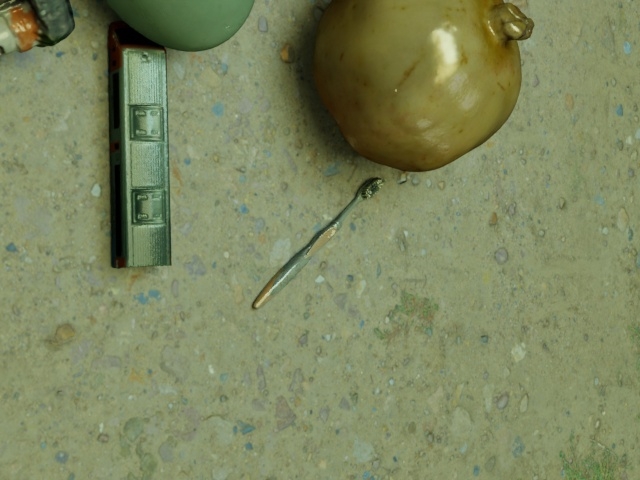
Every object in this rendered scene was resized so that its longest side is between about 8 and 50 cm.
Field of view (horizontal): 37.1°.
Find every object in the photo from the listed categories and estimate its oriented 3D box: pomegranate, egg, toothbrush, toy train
[{"bbox_3d":[0.191,-0.332,1.711,0.411,0.411,0.412,0,90,-35],"label":"pomegranate"},{"bbox_3d":[-0.242,-0.482,1.475,0.276,0.276,0.389,-36,112,-30],"label":"egg"},{"bbox_3d":[0.000,0.000,1.796,0.375,0.037,0.028,-45,111,-24],"label":"toothbrush"},{"bbox_3d":[-0.294,-0.158,1.555,0.086,0.089,0.409,-1,91,-30],"label":"toy train"}]

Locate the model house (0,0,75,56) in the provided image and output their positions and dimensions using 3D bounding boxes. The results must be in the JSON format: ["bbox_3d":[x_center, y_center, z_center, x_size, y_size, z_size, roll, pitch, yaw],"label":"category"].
[{"bbox_3d":[-0.526,-0.342,1.295,0.301,0.190,0.271,-33,150,-19],"label":"model house"}]
